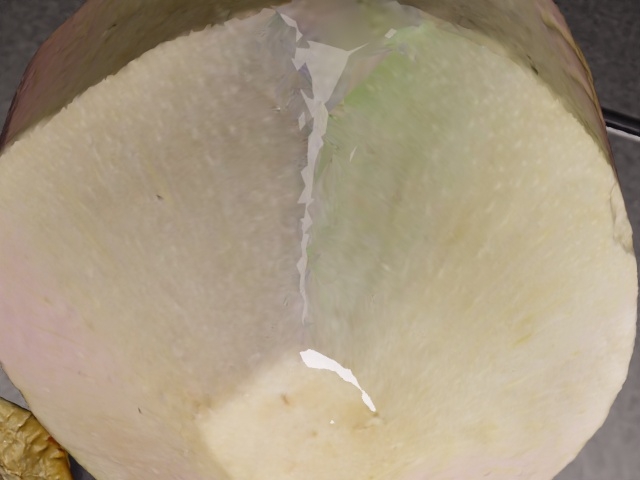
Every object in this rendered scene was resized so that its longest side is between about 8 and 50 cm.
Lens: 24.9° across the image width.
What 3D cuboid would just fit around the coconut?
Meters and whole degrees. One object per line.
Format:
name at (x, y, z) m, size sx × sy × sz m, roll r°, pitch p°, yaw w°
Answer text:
coconut at (0.000, 0.000, 0.547) m, size 0.259 × 0.259 × 0.259 m, roll 2°, pitch 67°, yaw -4°

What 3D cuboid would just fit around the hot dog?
hot dog at (-0.119, 0.095, 0.600) m, size 0.034 × 0.030 × 0.090 m, roll -31°, pitch 72°, yaw -25°
